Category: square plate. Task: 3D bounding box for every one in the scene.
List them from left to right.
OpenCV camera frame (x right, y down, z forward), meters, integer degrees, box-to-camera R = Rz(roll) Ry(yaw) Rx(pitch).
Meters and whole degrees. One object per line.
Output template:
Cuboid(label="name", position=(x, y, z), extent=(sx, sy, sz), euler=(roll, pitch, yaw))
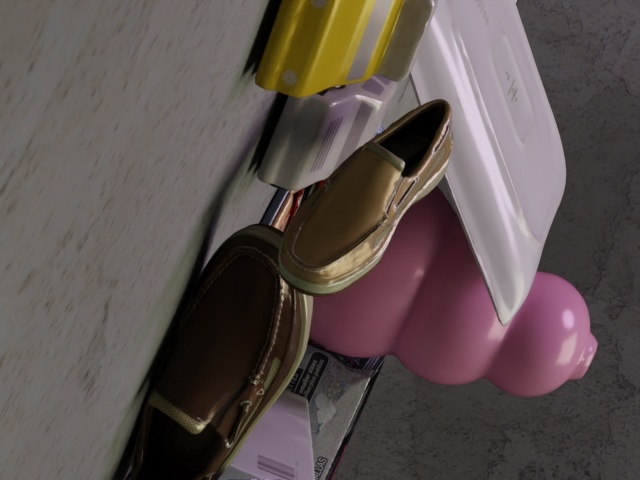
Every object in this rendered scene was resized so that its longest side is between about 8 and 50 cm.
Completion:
Cuboid(label="square plate", position=(0.163, -0.139, 1.555), extent=(0.347, 0.049, 0.344), euler=(-56, 128, -64))

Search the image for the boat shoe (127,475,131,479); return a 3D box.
Cuboid(label="boat shoe", position=(-0.150, 0.247, 1.264), extent=(0.227, 0.079, 0.081), euler=(-67, 171, -53))

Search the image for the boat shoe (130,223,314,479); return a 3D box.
Cuboid(label="boat shoe", position=(-0.078, 0.106, 1.192), extent=(0.095, 0.095, 0.257), euler=(-43, 158, -51))

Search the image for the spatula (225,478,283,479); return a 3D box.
Cuboid(label="spatula", position=(-0.113, 0.223, 1.186), extent=(0.296, 0.030, 0.084), euler=(-2, 123, -62))

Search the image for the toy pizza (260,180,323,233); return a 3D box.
Cuboid(label="toy pizza", position=(-0.041, 0.018, 1.487), extent=(0.201, 0.032, 0.201), euler=(25, 90, -85))

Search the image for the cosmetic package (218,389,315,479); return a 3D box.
Cuboid(label="cosmetic package", position=(-0.105, 0.302, 1.554), extent=(0.377, 0.097, 0.284), euler=(-105, -143, -83))

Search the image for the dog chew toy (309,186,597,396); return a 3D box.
Cuboid(label="dog chew toy", position=(0.124, 0.052, 1.663), extent=(0.206, 0.332, 0.206), euler=(24, 90, -85))

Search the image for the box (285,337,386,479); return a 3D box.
Cuboid(label="box", position=(-0.045, 0.220, 1.823), extent=(0.163, 0.142, 0.247), euler=(-31, 145, -79))

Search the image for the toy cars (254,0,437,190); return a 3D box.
Cuboid(label="toy cars", position=(0.024, -0.122, 1.159), extent=(0.393, 0.087, 0.176), euler=(96, 19, -76))

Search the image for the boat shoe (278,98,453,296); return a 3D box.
Cuboid(label="boat shoe", position=(0.034, -0.039, 1.137), extent=(0.190, 0.068, 0.072), euler=(-51, 166, -39))
